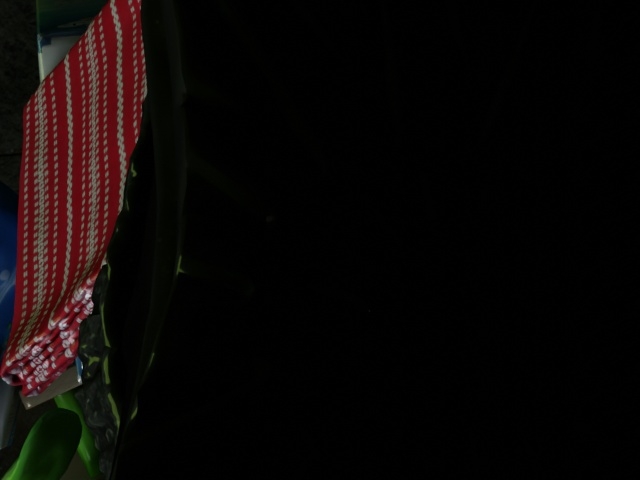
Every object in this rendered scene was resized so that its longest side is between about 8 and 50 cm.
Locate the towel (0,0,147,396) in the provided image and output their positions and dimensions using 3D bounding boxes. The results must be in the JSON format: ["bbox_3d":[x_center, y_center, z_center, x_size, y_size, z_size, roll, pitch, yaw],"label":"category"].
[{"bbox_3d":[-0.093,-0.064,0.960,0.275,0.031,0.198,-43,39,45],"label":"towel"}]

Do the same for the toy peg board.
[{"bbox_3d":[-0.127,0.110,1.411,0.160,0.161,0.079,145,100,-83],"label":"toy peg board"}]

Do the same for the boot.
[{"bbox_3d":[0.003,0.079,0.461,0.260,0.131,0.348,109,165,-57],"label":"boot"}]

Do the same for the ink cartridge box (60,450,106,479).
[{"bbox_3d":[-0.108,0.311,1.333,0.395,0.166,0.285,-137,42,-79],"label":"ink cartridge box"}]

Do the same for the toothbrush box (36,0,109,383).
[{"bbox_3d":[-0.116,-0.054,1.270,0.295,0.126,0.216,-129,33,-75],"label":"toothbrush box"}]

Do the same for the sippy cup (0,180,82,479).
[{"bbox_3d":[-0.291,0.045,1.224,0.224,0.305,0.240,-55,13,4],"label":"sippy cup"}]

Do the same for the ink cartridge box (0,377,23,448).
[{"bbox_3d":[-0.236,0.054,1.384,0.104,0.062,0.181,142,140,-83],"label":"ink cartridge box"}]
